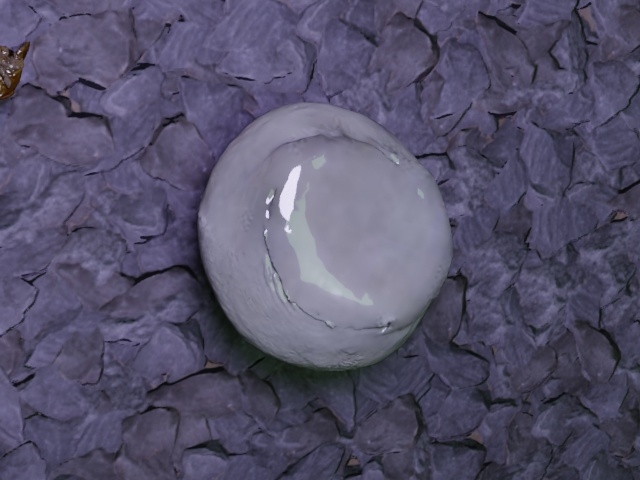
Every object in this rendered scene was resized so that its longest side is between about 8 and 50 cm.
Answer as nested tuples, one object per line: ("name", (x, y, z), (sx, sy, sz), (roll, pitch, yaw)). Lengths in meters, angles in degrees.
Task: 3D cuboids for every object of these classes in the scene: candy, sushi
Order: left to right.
("sushi", (-0.333, -0.164, 1.363), (0.120, 0.052, 0.055), (-7, 123, -24))
("candy", (0.000, 0.000, 1.513), (0.295, 0.185, 0.295), (-1, 92, -18))
